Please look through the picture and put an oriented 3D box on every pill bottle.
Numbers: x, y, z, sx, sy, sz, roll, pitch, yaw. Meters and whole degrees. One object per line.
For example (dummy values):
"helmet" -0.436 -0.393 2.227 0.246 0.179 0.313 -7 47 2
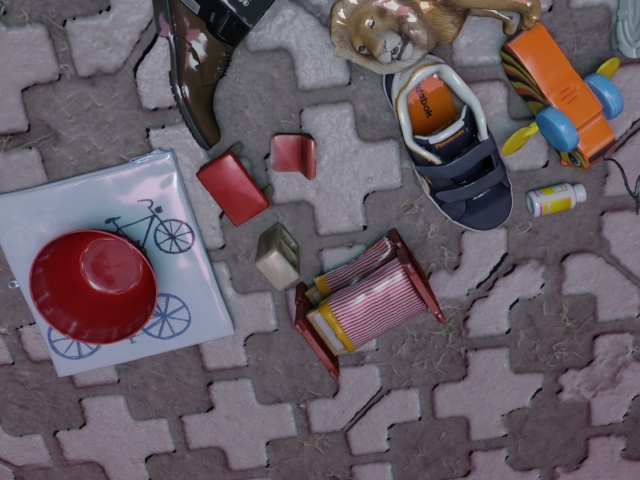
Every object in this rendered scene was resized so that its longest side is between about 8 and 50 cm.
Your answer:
"pill bottle" 0.375 -0.066 0.938 0.083 0.043 0.043 -13 112 3

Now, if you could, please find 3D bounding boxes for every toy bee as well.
"toy bee" 0.356 -0.160 0.856 0.196 0.162 0.298 -16 85 5

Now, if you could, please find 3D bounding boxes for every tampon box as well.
"tampon box" -0.088 -0.345 0.735 0.101 0.120 0.161 38 83 -17

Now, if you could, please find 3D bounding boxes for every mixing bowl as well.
"mixing bowl" -0.328 0.054 0.891 0.182 0.098 0.181 -1 110 -3

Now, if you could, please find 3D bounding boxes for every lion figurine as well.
"lion figurine" 0.166 -0.380 0.692 0.241 0.142 0.391 15 109 -6

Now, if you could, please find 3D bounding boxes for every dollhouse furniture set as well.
"dollhouse furniture set" 0.000 0.000 0.890 0.201 0.152 0.374 -32 110 10

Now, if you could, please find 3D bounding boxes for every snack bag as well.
"snack bag" -0.340 0.046 0.959 0.323 0.037 0.342 -14 109 3

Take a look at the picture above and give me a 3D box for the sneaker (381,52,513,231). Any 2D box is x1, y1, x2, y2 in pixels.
"sneaker" 0.194 -0.126 0.864 0.126 0.127 0.321 -34 111 10

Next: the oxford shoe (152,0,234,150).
"oxford shoe" -0.163 -0.239 0.824 0.096 0.082 0.227 -8 113 -1

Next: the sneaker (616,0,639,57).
"sneaker" 0.473 -0.372 0.804 0.095 0.090 0.234 -10 117 -12

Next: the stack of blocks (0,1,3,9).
"stack of blocks" -0.583 -0.352 0.754 0.297 0.087 0.171 31 108 -14
